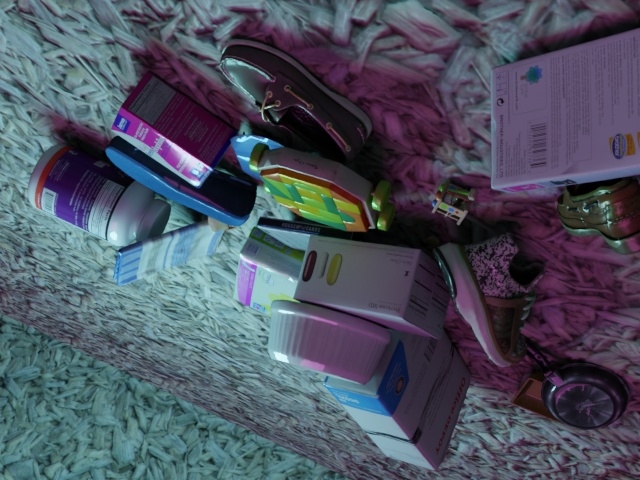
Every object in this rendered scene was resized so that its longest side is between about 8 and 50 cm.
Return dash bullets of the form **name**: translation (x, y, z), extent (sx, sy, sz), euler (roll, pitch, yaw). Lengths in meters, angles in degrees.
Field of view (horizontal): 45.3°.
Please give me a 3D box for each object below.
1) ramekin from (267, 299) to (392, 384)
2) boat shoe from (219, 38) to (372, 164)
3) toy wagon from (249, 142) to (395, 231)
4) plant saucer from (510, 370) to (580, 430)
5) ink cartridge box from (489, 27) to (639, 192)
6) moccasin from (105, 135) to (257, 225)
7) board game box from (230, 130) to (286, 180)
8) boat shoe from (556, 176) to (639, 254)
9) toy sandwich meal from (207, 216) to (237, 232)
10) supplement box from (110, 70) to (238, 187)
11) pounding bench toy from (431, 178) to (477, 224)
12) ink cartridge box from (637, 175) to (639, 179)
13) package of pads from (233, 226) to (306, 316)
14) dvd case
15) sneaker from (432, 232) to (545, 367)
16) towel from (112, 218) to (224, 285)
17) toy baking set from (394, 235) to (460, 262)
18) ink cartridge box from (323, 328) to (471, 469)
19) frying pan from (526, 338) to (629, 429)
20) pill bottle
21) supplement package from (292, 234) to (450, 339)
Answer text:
- **ramekin**: translation (0.010, 0.225, 1.664), extent (0.273, 0.127, 0.273), euler (15, 169, 3)
- **boat shoe**: translation (-0.052, -0.245, 1.362), extent (0.305, 0.091, 0.109), euler (32, 150, -9)
- **toy wagon**: translation (0.012, -0.084, 1.501), extent (0.267, 0.068, 0.344), euler (19, 166, 15)
- **plant saucer**: translation (0.591, 0.393, 1.915), extent (0.188, 0.045, 0.188), euler (21, 151, 10)
- **ink cartridge box**: translation (0.375, -0.175, 1.032), extent (0.065, 0.185, 0.311), euler (9, 169, -42)
- **moccasin**: translation (-0.304, -0.150, 1.709), extent (0.342, 0.116, 0.138), euler (28, 164, -12)
- **board game box**: translation (-0.108, -0.177, 1.583), extent (0.133, 0.033, 0.168), euler (11, 153, 17)
- **boat shoe**: translation (0.427, -0.067, 1.161), extent (0.104, 0.111, 0.307), euler (58, -178, -8)
- **toy sandwich meal**: translation (-0.233, -0.052, 1.854), extent (0.086, 0.029, 0.085), euler (2, 124, 4)
- **supplement box**: translation (-0.302, -0.226, 1.579), extent (0.220, 0.114, 0.111), euler (35, 151, -10)
- **pounding bench toy**: translation (0.249, -0.081, 1.421), extent (0.065, 0.052, 0.083), euler (25, 151, 4)
- **ink cartridge box**: translation (0.582, -0.123, 1.011), extent (0.278, 0.117, 0.201), euler (-10, 134, 48)
- **package of pads**: translation (-0.099, 0.110, 1.966), extent (0.229, 0.101, 0.296), euler (25, 152, 5)
- **dvd case**: translation (0.000, 0.000, 1.723), extent (0.239, 0.029, 0.179), euler (10, 167, 28)
- **sneaker**: translation (0.380, 0.121, 1.542), extent (0.182, 0.158, 0.410), euler (-26, 139, 15)
- **towel**: translation (-0.376, 0.026, 1.922), extent (0.034, 0.285, 0.209), euler (63, 153, 15)
- **toy baking set**: translation (0.264, 0.061, 1.669), extent (0.197, 0.030, 0.256), euler (42, 146, -18)
- **ink cartridge box**: translation (0.207, 0.348, 1.910), extent (0.166, 0.285, 0.395), euler (5, 144, 37)
- **frying pan**: translation (0.585, 0.320, 1.773), extent (0.197, 0.053, 0.326), euler (-21, 112, 28)
- **pill bottle**: translation (-0.544, -0.102, 1.906), extent (0.323, 0.181, 0.181), euler (24, 151, 4)
- **supplement package**: translation (0.114, 0.099, 1.612), extent (0.262, 0.145, 0.204), euler (7, 166, 32)
